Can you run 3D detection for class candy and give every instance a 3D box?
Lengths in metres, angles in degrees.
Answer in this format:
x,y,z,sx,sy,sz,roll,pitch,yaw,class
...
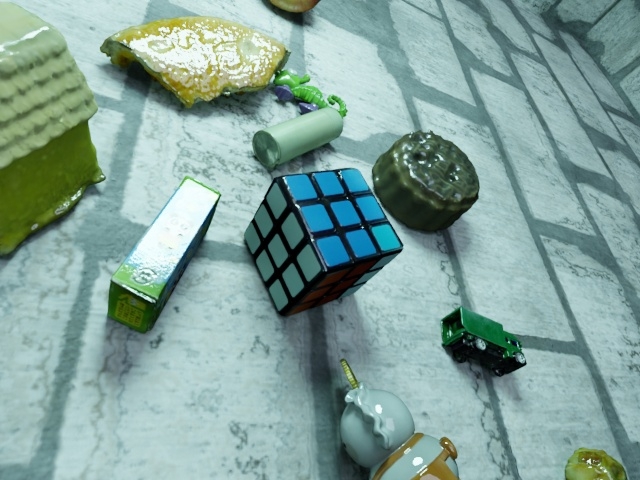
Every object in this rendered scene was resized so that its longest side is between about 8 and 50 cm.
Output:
x,y,z,sx,sy,sz,roll,pitch,yaw,class
-0.204,0.014,0.561,0.062,0.097,0.195,26,48,-9,candy

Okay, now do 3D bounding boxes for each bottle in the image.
x,y,z,sx,sy,sz,roll,pitch,yaw,class
-0.039,-0.208,0.832,0.072,0.072,0.201,49,47,7,bottle

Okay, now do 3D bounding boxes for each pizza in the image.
x,y,z,sx,sy,sz,roll,pitch,yaw,class
-0.213,-0.343,0.804,0.365,0.073,0.183,-19,85,-31,pizza

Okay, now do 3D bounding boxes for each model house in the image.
x,y,z,sx,sy,sz,roll,pitch,yaw,class
-0.366,-0.133,0.470,0.174,0.234,0.194,36,49,-4,model house

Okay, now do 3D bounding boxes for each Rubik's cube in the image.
x,y,z,sx,sy,sz,roll,pitch,yaw,class
0.000,0.000,0.650,0.160,0.163,0.162,-13,65,-37,Rubik's cube

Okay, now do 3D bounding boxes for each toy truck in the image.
x,y,z,sx,sy,sz,roll,pitch,yaw,class
0.298,0.190,0.766,0.147,0.065,0.079,24,46,-13,toy truck

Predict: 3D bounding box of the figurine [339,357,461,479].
x,y,z,sx,sy,sz,roll,pitch,yaw,class
0.104,0.275,0.542,0.143,0.143,0.272,-2,62,-32,figurine

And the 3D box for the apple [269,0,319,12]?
x,y,z,sx,sy,sz,roll,pitch,yaw,class
-0.076,-0.692,1.085,0.199,0.199,0.199,16,52,-22,apple

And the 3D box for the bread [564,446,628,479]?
x,y,z,sx,sy,sz,roll,pitch,yaw,class
0.485,0.475,0.668,0.087,0.098,0.270,46,25,-61,bread

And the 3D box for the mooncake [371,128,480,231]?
x,y,z,sx,sy,sz,roll,pitch,yaw,class
0.232,-0.134,0.912,0.228,0.124,0.229,15,53,-21,mooncake

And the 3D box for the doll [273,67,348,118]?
x,y,z,sx,sy,sz,roll,pitch,yaw,class
-0.024,-0.326,0.939,0.190,0.050,0.115,29,55,-13,doll
